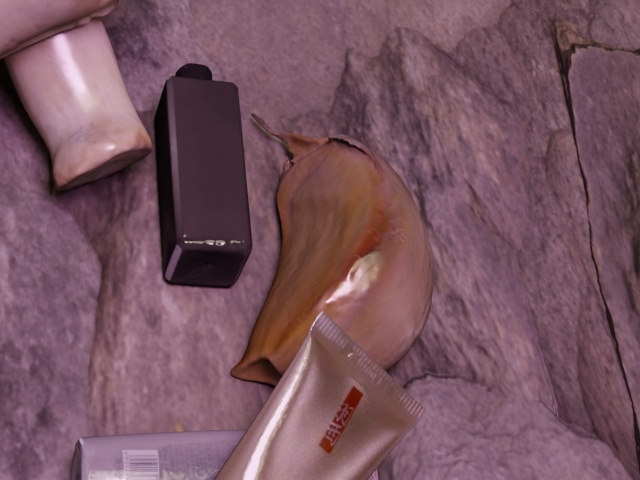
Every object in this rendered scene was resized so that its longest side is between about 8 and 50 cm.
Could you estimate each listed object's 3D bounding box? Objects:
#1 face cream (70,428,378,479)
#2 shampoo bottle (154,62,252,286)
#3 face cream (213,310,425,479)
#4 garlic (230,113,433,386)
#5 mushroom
[{"bbox_3d":[-0.079,0.218,1.042,0.269,0.073,0.107,3,74,-19],"label":"face cream"},{"bbox_3d":[-0.123,-0.076,1.217,0.079,0.080,0.246,5,56,-19],"label":"shampoo bottle"},{"bbox_3d":[-0.052,0.231,0.975,0.137,0.084,0.341,44,70,-18],"label":"face cream"},{"bbox_3d":[0.014,-0.010,1.197,0.196,0.151,0.338,-1,58,5],"label":"garlic"},{"bbox_3d":[-0.293,-0.249,1.138,0.315,0.315,0.356,4,57,-19],"label":"mushroom"}]
